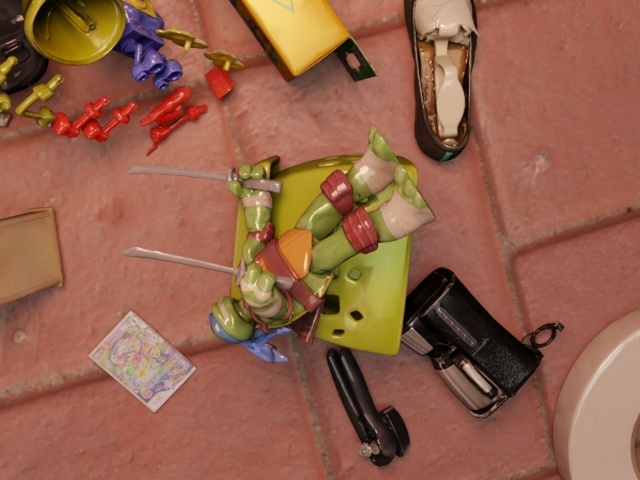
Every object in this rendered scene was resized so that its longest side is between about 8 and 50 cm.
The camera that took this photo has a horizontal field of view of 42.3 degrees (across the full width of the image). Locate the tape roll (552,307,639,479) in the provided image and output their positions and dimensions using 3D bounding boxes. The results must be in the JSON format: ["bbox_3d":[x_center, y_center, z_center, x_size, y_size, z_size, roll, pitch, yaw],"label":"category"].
[{"bbox_3d":[0.534,0.278,1.199,0.391,0.072,0.392,-1,99,-5],"label":"tape roll"}]

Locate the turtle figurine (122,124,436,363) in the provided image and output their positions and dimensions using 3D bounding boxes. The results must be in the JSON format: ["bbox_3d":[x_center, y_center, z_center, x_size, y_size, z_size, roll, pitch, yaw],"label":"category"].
[{"bbox_3d":[-0.042,-0.022,0.833,0.266,0.198,0.275,-34,95,6],"label":"turtle figurine"}]

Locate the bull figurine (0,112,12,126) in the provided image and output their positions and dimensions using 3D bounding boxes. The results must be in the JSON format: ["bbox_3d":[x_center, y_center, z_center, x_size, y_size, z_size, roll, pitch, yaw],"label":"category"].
[{"bbox_3d":[-0.434,-0.282,1.003,0.188,0.101,0.311,26,107,-10],"label":"bull figurine"}]

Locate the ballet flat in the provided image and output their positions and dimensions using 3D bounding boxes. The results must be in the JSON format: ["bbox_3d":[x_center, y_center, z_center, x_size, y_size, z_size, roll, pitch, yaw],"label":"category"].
[{"bbox_3d":[0.165,-0.243,1.073,0.095,0.096,0.281,-7,99,-4],"label":"ballet flat"}]

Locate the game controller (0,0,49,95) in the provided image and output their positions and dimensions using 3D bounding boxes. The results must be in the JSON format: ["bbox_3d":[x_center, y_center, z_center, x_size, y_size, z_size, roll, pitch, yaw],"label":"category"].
[{"bbox_3d":[-0.480,-0.216,0.947,0.319,0.067,0.167,-18,95,3],"label":"game controller"}]

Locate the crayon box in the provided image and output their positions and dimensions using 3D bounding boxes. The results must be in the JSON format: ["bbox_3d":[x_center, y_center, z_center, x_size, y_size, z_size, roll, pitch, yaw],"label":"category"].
[{"bbox_3d":[-0.067,-0.304,0.988,0.083,0.203,0.323,-36,100,1],"label":"crayon box"}]

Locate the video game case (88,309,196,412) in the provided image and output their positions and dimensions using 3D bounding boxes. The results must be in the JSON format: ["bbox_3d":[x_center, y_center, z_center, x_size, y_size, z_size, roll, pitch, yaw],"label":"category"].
[{"bbox_3d":[-0.245,0.167,1.139,0.122,0.011,0.087,43,92,-10],"label":"video game case"}]

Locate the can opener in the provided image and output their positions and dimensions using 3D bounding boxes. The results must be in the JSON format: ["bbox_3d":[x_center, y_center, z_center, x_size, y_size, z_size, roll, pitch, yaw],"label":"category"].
[{"bbox_3d":[0.058,0.234,1.163,0.059,0.073,0.186,-25,99,38],"label":"can opener"}]

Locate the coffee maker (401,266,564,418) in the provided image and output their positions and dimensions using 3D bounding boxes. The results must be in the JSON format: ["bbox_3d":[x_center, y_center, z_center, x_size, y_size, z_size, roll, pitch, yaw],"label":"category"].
[{"bbox_3d":[0.205,0.122,1.135,0.178,0.120,0.171,46,69,-11],"label":"coffee maker"}]

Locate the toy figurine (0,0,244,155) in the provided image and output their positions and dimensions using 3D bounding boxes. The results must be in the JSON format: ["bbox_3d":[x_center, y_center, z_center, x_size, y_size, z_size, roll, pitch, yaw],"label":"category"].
[{"bbox_3d":[-0.273,-0.258,0.956,0.191,0.362,0.217,-37,74,18],"label":"toy figurine"}]

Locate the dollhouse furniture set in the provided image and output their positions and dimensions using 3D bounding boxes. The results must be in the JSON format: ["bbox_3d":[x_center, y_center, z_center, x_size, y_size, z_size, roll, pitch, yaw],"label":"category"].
[{"bbox_3d":[-0.482,0.027,1.057,0.241,0.161,0.212,-2,99,17],"label":"dollhouse furniture set"}]

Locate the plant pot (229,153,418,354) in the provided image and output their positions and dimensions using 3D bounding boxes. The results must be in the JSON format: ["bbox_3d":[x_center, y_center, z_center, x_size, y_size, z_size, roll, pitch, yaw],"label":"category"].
[{"bbox_3d":[0.000,0.000,1.035,0.207,0.227,0.228,6,98,0],"label":"plant pot"}]
